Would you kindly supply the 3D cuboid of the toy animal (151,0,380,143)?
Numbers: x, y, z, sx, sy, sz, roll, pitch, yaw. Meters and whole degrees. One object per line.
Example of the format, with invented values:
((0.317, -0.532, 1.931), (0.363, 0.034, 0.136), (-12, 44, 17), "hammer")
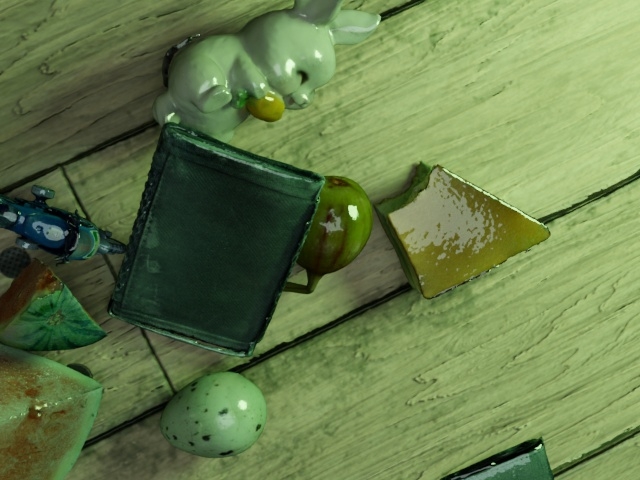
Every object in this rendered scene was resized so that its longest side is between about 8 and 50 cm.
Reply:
((-0.079, -0.252, 1.454), (0.325, 0.208, 0.154), (-43, 63, 9), "toy animal")

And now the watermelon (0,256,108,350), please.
((-0.370, 0.116, 1.453), (0.146, 0.231, 0.128), (34, 81, -24), "watermelon")

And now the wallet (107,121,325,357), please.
((-0.153, 0.006, 1.484), (0.237, 0.075, 0.342), (19, 124, -6), "wallet")

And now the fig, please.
((0.002, -0.003, 1.531), (0.148, 0.142, 0.186), (3, 97, -8), "fig")

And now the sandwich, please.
((0.211, -0.040, 1.579), (0.220, 0.108, 0.186), (-26, 102, -3), "sandwich")

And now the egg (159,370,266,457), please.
((-0.162, 0.263, 1.558), (0.164, 0.131, 0.131), (-7, 100, 15), "egg")

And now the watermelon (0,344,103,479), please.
((-0.453, 0.269, 1.465), (0.261, 0.201, 0.213), (15, 104, -15), "watermelon")

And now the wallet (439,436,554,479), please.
((0.341, 0.530, 1.716), (0.190, 0.046, 0.379), (-22, 101, -7), "wallet")

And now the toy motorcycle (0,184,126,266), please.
((-0.397, -0.022, 1.463), (0.254, 0.135, 0.092), (19, 94, -12), "toy motorcycle")
